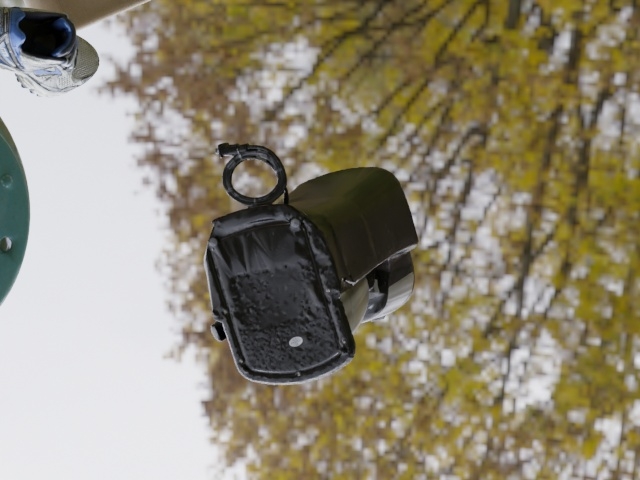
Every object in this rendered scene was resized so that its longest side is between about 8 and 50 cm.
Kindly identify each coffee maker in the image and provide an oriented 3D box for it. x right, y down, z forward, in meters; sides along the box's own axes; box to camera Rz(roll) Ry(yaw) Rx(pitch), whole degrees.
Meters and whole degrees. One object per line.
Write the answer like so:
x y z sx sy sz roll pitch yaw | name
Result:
0.000 0.000 1.100 0.120 0.171 0.178 11 -161 17 | coffee maker

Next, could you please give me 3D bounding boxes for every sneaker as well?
-0.189 -0.132 1.031 0.058 0.052 0.135 -7 174 26 | sneaker

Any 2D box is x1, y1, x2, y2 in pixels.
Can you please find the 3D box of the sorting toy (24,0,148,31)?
-0.195 -0.306 1.353 0.208 0.193 0.038 -25 -177 -5 | sorting toy

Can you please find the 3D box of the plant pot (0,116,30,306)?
-0.351 -0.024 1.081 0.293 0.293 0.235 -23 -155 -40 | plant pot
